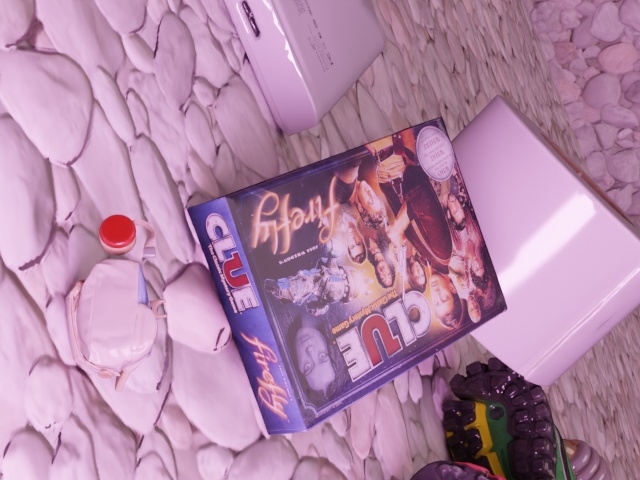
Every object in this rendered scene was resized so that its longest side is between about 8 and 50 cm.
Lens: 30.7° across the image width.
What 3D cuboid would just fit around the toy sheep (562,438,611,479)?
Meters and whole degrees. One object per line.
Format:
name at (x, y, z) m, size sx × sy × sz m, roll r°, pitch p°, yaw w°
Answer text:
toy sheep at (0.326, 0.304, 1.476) m, size 0.132 × 0.091 × 0.091 m, roll 59°, pitch 23°, yaw -20°

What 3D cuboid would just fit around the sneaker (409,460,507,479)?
sneaker at (0.196, 0.276, 0.956) m, size 0.098 × 0.276 × 0.135 m, roll -60°, pitch 159°, yaw -17°

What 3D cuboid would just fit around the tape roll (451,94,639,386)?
tape roll at (0.203, -0.001, 1.149) m, size 0.246 × 0.169 × 0.246 m, roll 41°, pitch 13°, yaw -12°

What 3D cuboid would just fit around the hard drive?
hard drive at (-0.018, -0.234, 1.079) m, size 0.203 × 0.040 × 0.307 m, roll 67°, pitch 20°, yaw -15°

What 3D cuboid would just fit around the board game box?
board game box at (0.030, 0.017, 0.846) m, size 0.243 × 0.042 × 0.165 m, roll -24°, pitch 97°, yaw -44°

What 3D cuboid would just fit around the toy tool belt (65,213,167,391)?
toy tool belt at (-0.108, 0.034, 0.617) m, size 0.051 × 0.052 × 0.083 m, roll 103°, pitch -15°, yaw -63°

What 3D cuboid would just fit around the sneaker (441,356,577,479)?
sneaker at (0.217, 0.288, 1.125) m, size 0.146 × 0.134 × 0.344 m, roll 48°, pitch 31°, yaw -51°
